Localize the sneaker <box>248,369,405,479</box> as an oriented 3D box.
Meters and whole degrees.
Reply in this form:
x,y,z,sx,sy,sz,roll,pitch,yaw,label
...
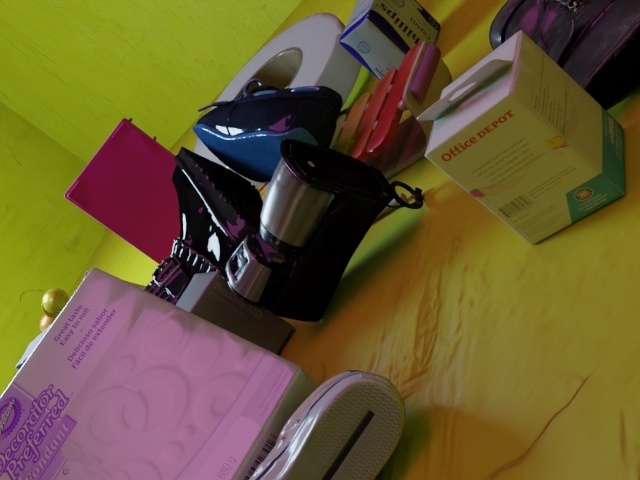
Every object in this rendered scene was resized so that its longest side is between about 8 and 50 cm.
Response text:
x,y,z,sx,sy,sz,roll,pitch,yaw,label
-0.023,0.214,0.618,0.258,0.094,0.091,-49,0,-2,sneaker

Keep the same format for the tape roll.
x,y,z,sx,sy,sz,roll,pitch,yaw,label
-0.086,-0.264,1.470,0.392,0.072,0.392,-35,32,26,tape roll

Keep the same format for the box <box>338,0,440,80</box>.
x,y,z,sx,sy,sz,roll,pitch,yaw,label
0.109,-0.319,1.194,0.072,0.126,0.137,-32,27,43,box

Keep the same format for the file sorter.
x,y,z,sx,sy,sz,roll,pitch,yaw,label
-0.357,-0.102,1.673,0.202,0.290,0.182,-51,15,6,file sorter

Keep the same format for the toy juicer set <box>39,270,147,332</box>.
x,y,z,sx,sy,sz,roll,pitch,yaw,label
-0.461,0.131,1.614,0.329,0.209,0.090,-40,30,35,toy juicer set

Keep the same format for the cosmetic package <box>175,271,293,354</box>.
x,y,z,sx,sy,sz,roll,pitch,yaw,label
-0.153,0.167,0.934,0.238,0.127,0.107,-59,18,-13,cosmetic package

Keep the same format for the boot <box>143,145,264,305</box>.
x,y,z,sx,sy,sz,roll,pitch,yaw,label
-0.200,0.024,1.171,0.260,0.131,0.348,-54,34,12,boot

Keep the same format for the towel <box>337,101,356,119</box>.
x,y,z,sx,sy,sz,roll,pitch,yaw,label
-0.004,-0.185,1.389,0.102,0.021,0.237,-57,18,-15,towel

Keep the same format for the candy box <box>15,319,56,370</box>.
x,y,z,sx,sy,sz,roll,pitch,yaw,label
-0.494,0.242,1.556,0.196,0.164,0.070,-34,28,44,candy box

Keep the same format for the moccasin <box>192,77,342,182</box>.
x,y,z,sx,sy,sz,roll,pitch,yaw,label
-0.067,-0.154,1.096,0.117,0.138,0.342,-53,32,-13,moccasin

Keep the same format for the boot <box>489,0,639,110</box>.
x,y,z,sx,sy,sz,roll,pitch,yaw,label
0.281,-0.232,0.709,0.263,0.091,0.229,-53,23,13,boot

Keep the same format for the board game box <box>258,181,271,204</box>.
x,y,z,sx,sy,sz,roll,pitch,yaw,label
-0.110,-0.012,1.285,0.147,0.045,0.193,-43,21,25,board game box

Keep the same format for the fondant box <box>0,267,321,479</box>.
x,y,z,sx,sy,sz,roll,pitch,yaw,label
-0.175,0.188,0.763,0.330,0.096,0.238,18,69,40,fondant box

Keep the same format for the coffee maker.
x,y,z,sx,sy,sz,roll,pitch,yaw,label
0.000,0.000,0.871,0.120,0.171,0.178,-74,10,-62,coffee maker

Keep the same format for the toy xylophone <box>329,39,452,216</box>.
x,y,z,sx,sy,sz,roll,pitch,yaw,label
0.052,-0.113,1.023,0.322,0.081,0.236,-37,24,41,toy xylophone

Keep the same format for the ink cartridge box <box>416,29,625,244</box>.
x,y,z,sx,sy,sz,roll,pitch,yaw,label
0.157,-0.085,0.613,0.092,0.143,0.090,-35,25,43,ink cartridge box
